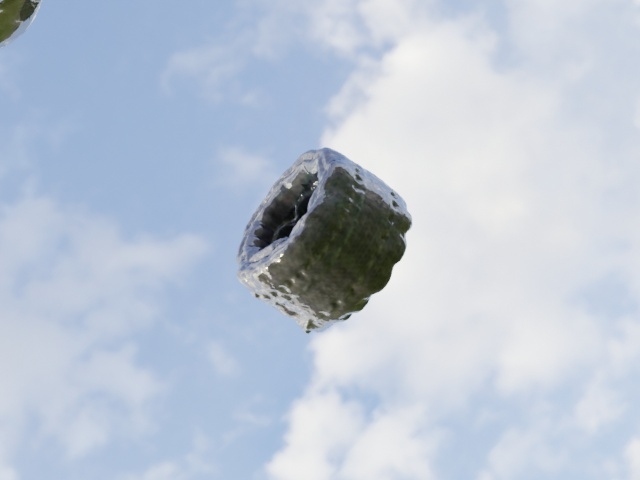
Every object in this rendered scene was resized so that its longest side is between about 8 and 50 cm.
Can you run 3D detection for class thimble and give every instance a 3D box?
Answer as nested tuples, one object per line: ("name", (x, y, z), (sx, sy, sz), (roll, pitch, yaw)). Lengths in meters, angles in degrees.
("thimble", (0.002, -0.002, 1.044), (0.097, 0.150, 0.150), (34, -85, -21))

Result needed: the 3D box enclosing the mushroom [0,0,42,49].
("mushroom", (-0.337, -0.219, 0.729), (0.314, 0.336, 0.314), (-53, -5, -7))
